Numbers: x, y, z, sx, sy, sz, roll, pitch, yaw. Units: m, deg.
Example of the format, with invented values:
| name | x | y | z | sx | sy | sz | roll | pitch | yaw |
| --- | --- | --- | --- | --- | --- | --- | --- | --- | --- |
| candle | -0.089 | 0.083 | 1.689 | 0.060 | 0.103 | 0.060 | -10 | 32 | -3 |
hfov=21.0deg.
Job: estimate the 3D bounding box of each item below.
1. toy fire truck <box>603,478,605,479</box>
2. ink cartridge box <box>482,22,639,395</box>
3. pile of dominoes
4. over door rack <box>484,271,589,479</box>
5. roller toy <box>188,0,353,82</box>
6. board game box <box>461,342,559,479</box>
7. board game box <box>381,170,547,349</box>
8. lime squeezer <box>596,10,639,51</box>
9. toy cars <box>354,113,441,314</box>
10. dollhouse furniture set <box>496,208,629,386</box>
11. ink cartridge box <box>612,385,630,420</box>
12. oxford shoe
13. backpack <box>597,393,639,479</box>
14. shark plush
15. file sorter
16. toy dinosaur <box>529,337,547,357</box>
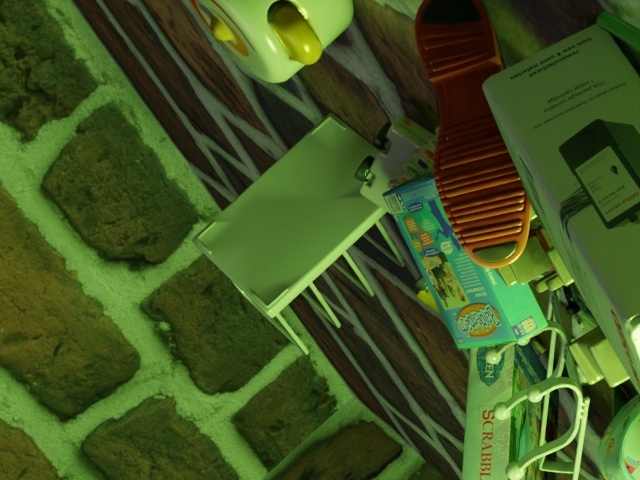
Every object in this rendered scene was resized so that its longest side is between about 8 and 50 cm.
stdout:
| name | x | y | z | sx | sy | sz | roll | pitch | yaw |
| --- | --- | --- | --- | --- | --- | --- | --- | --- | --- |
| toy fire truck | 0.443 | 0.425 | 2.311 | 0.254 | 0.169 | 0.302 | 37 | -154 | 2 |
| ink cartridge box | 0.266 | -0.004 | 1.452 | 0.289 | 0.121 | 0.211 | 65 | -177 | 39 |
| pile of dominoes | 0.174 | -0.029 | 2.041 | 0.196 | 0.040 | 0.251 | 38 | 157 | -2 |
| over door rack | 0.267 | 0.232 | 2.078 | 0.239 | 0.108 | 0.324 | -92 | -8 | -56 |
| roller toy | -0.068 | -0.286 | 2.030 | 0.209 | 0.146 | 0.191 | 48 | 171 | 1 |
| board game box | 0.260 | 0.307 | 2.342 | 0.066 | 0.318 | 0.319 | -2 | 158 | 19 |
| board game box | 0.163 | 0.020 | 1.985 | 0.210 | 0.047 | 0.160 | 64 | 158 | -4 |
| lime squeezer | 0.322 | -0.100 | 1.318 | 0.310 | 0.059 | 0.110 | 43 | -160 | 22 |
| toy cars | 0.158 | -0.033 | 2.217 | 0.176 | 0.087 | 0.394 | 12 | 145 | 40 |
| dollhouse furniture set | 0.283 | 0.009 | 1.791 | 0.259 | 0.135 | 0.262 | 60 | 170 | -3 |
| ink cartridge box | 0.456 | 0.294 | 2.197 | 0.189 | 0.097 | 0.255 | 51 | -155 | -22 |
| oxford shoe | 0.159 | -0.106 | 1.669 | 0.098 | 0.097 | 0.271 | 17 | -115 | -73 |
| backpack | 0.414 | 0.251 | 1.930 | 0.188 | 0.166 | 0.144 | 45 | 169 | 5 |
| shark plush | 0.325 | 0.112 | 2.146 | 0.161 | 0.073 | 0.067 | 48 | -158 | -25 |
| file sorter | 0.000 | 0.000 | 2.498 | 0.193 | 0.277 | 0.173 | 41 | 170 | 39 |
| toy dinosaur | 0.276 | 0.140 | 2.483 | 0.092 | 0.053 | 0.183 | 48 | 171 | 11 |
